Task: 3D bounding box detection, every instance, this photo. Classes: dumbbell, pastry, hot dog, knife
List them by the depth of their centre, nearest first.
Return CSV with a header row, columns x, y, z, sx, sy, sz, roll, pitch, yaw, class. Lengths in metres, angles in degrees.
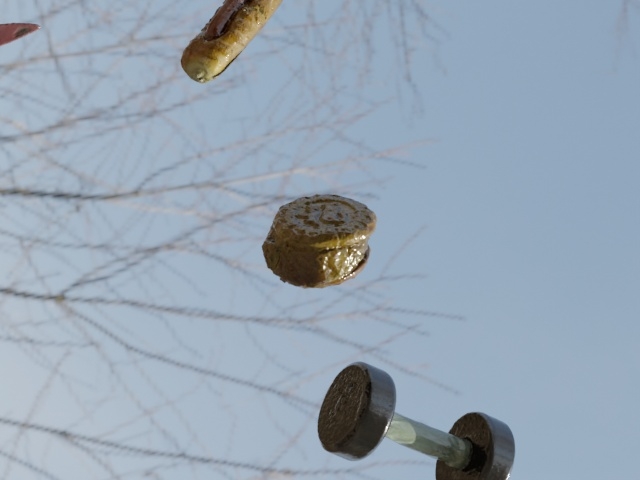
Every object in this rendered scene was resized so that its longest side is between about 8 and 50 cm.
x,y,z,sx,sy,sz,roll,pitch,yaw,class
0.000,0.000,1.200,0.097,0.109,0.057,-123,-154,-56,pastry
0.098,0.200,1.325,0.100,0.191,0.100,-47,-152,35,dumbbell
-0.087,-0.265,1.480,0.066,0.216,0.047,16,-34,30,hot dog
-0.501,-0.260,1.751,0.018,0.247,0.035,-144,-143,-69,knife
